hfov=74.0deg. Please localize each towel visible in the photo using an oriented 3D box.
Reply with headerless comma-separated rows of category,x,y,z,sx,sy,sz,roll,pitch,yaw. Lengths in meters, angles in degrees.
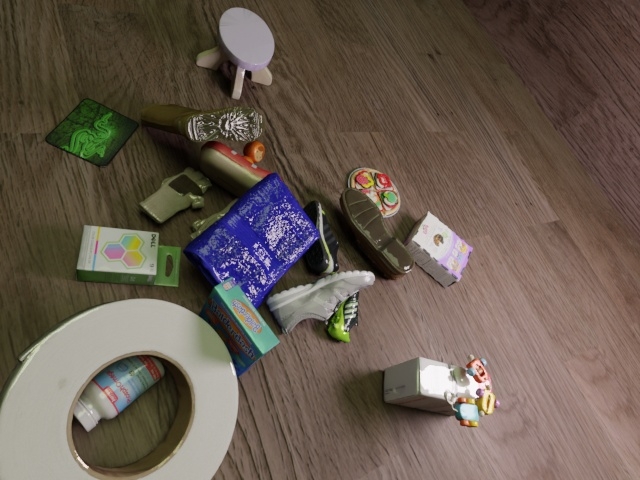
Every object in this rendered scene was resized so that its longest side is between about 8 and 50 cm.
towel,-0.144,0.008,1.022,0.308,0.076,0.227,-49,119,-29

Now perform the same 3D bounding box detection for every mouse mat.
mouse mat,-0.581,-0.281,1.097,0.153,0.007,0.189,25,53,-12

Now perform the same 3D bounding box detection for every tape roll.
tape roll,-0.329,0.294,0.736,0.393,0.072,0.391,9,75,-38

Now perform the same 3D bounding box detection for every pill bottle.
pill bottle,-0.384,0.274,0.800,0.087,0.087,0.160,46,51,5

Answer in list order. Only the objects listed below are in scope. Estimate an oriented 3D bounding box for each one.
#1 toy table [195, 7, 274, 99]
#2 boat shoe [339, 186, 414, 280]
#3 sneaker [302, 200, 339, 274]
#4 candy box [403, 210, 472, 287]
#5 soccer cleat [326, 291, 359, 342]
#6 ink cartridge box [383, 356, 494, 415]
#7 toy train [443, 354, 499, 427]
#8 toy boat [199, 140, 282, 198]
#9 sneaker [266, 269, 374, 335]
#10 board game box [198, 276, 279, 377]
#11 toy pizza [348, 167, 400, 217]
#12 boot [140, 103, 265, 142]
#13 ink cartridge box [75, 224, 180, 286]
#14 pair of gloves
toy table,-0.259,-0.597,1.369,0.253,0.161,0.274,18,53,-18
boat shoe,0.144,-0.012,1.259,0.111,0.104,0.307,-26,77,-28
sneaker,0.000,0.000,1.203,0.097,0.084,0.234,23,49,-45
candy box,0.377,0.028,1.377,0.196,0.070,0.164,40,51,-1
soccer cleat,0.074,0.187,1.128,0.072,0.060,0.178,40,52,-19
ink cartridge box,0.288,0.367,1.056,0.218,0.158,0.092,16,58,-19
toy train,0.337,0.346,0.967,0.166,0.046,0.125,-26,78,-36
toy boat,-0.200,-0.204,1.146,0.231,0.151,0.151,33,71,-7
sneaker,0.010,0.151,1.076,0.282,0.105,0.115,-18,86,-11
board game box,-0.182,0.189,0.883,0.047,0.210,0.160,-31,78,-38
toy pizza,0.185,-0.167,1.420,0.202,0.032,0.201,14,55,-21
boot,-0.313,-0.322,1.124,0.236,0.089,0.270,-10,24,-39
ink cartridge box,-0.418,0.037,0.947,0.210,0.062,0.108,7,57,-25
pair of gloves,-0.310,-0.073,1.090,0.240,0.042,0.204,35,47,-7
